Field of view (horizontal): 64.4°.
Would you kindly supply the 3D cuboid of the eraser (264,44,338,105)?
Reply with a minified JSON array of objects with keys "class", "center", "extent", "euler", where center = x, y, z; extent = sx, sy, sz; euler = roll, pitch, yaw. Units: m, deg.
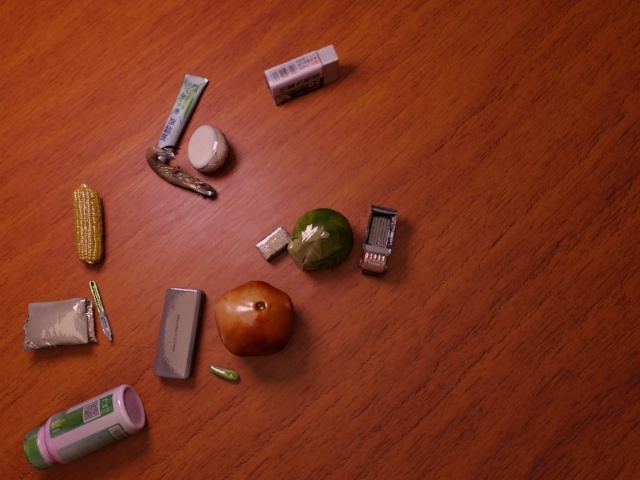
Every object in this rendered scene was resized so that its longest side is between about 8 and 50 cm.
[{"class":"eraser","center":[-0.052,-0.483,1.486],"extent":[0.210,0.124,0.067],"euler":[-23,78,-3]}]

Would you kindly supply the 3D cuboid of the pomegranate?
[{"class":"pomegranate","center":[-0.166,0.206,1.320],"extent":[0.209,0.209,0.208],"euler":[0,79,2]}]

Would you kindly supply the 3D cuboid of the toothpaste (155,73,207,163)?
[{"class":"toothpaste","center":[-0.425,-0.365,1.519],"extent":[0.075,0.048,0.296],"euler":[17,77,10]}]

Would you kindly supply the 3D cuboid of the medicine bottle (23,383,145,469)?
[{"class":"medicine bottle","center":[-0.608,0.486,1.313],"extent":[0.275,0.133,0.133],"euler":[-24,79,-4]}]

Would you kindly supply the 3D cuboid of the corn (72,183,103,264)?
[{"class":"corn","center":[-0.660,-0.046,1.447],"extent":[0.080,0.080,0.237],"euler":[-9,82,0]}]

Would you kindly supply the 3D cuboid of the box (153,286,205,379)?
[{"class":"box","center":[-0.386,0.251,1.390],"extent":[0.104,0.055,0.243],"euler":[6,80,3]}]

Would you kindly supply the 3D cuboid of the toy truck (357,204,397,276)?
[{"class":"toy truck","center":[0.159,0.001,1.400],"extent":[0.083,0.092,0.191],"euler":[12,80,3]}]

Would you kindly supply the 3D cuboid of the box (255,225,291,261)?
[{"class":"box","center":[-0.129,0.010,1.433],"extent":[0.098,0.045,0.062],"euler":[-36,80,-4]}]

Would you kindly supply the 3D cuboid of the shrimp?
[{"class":"shrimp","center":[-0.394,-0.200,1.438],"extent":[0.220,0.152,0.046],"euler":[27,58,-1]}]

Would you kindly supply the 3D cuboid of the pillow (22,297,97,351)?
[{"class":"pillow","center":[-0.712,0.229,1.394],"extent":[0.182,0.078,0.134],"euler":[-5,78,0]}]

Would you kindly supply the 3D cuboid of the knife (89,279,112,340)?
[{"class":"knife","center":[-0.616,0.196,1.426],"extent":[0.022,0.026,0.184],"euler":[-12,73,-41]}]

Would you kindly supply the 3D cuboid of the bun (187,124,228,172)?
[{"class":"bun","center":[-0.313,-0.261,1.473],"extent":[0.138,0.094,0.138],"euler":[-5,81,36]}]

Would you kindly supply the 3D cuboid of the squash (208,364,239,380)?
[{"class":"squash","center":[-0.264,0.360,1.380],"extent":[0.089,0.027,0.027],"euler":[17,80,7]}]

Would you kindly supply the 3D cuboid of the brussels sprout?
[{"class":"brussels sprout","center":[-0.002,-0.003,1.385],"extent":[0.181,0.144,0.161],"euler":[-24,121,-17]}]
